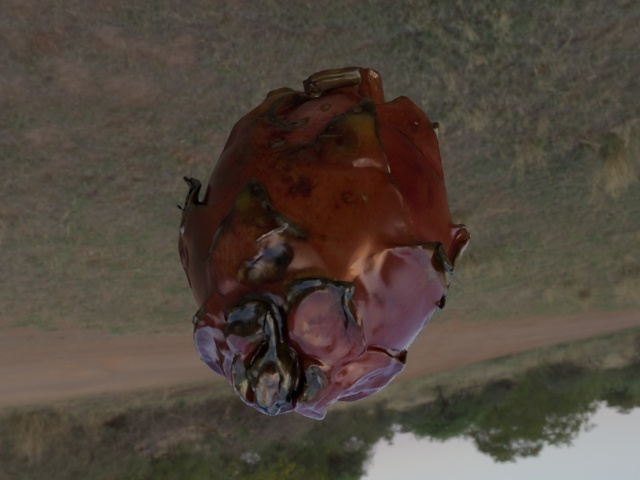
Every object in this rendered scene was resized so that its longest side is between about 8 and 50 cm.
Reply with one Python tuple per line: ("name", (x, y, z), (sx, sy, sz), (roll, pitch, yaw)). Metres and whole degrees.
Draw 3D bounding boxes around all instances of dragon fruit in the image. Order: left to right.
("dragon fruit", (0.000, -0.004, 0.581), (0.250, 0.315, 0.250), (-12, 150, -7))
